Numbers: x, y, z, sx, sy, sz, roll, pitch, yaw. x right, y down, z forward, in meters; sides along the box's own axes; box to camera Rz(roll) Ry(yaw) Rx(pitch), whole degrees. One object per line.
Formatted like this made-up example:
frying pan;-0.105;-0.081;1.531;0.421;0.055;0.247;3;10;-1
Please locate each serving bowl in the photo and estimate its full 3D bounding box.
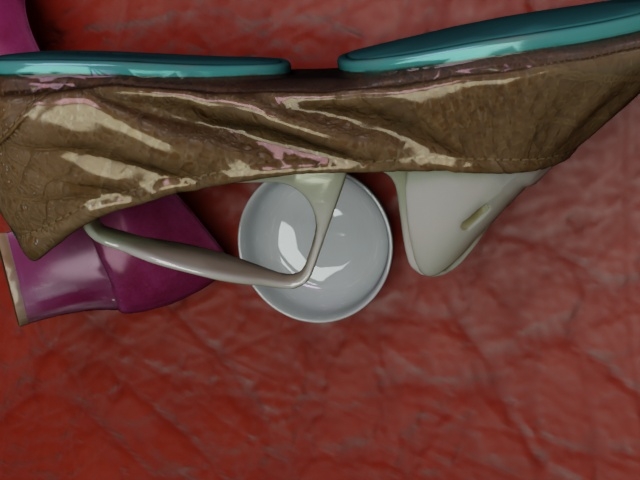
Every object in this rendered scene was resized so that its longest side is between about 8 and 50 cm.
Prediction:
serving bowl;0.000;0.000;0.787;0.083;0.027;0.083;3;101;15

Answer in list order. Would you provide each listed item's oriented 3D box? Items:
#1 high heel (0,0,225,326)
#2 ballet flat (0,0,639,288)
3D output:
high heel;-0.129;-0.080;0.799;0.117;0.082;0.244;-13;82;-13
ballet flat;0.004;-0.040;0.716;0.342;0.116;0.124;-5;102;1
